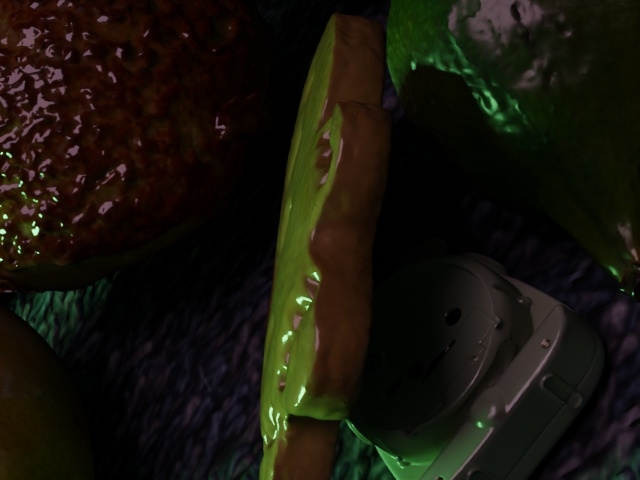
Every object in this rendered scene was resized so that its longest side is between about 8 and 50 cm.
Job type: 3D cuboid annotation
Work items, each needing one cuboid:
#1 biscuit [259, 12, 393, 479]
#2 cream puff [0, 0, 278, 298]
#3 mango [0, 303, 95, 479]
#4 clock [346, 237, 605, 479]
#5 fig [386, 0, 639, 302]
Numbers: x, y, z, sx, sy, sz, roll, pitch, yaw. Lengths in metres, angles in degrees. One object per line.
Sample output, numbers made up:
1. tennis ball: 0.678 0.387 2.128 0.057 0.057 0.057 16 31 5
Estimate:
1. biscuit: -0.003 0.000 0.952 0.275 0.052 0.355 105 171 -48
2. cream puff: -0.195 -0.115 1.166 0.350 0.229 0.350 -15 33 10
3. mango: -0.282 0.147 1.120 0.384 0.199 0.222 8 101 58
4. clock: 0.076 0.077 0.926 0.151 0.062 0.191 -53 38 3
5. fig: 0.147 -0.060 0.864 0.203 0.203 0.235 -21 65 35
